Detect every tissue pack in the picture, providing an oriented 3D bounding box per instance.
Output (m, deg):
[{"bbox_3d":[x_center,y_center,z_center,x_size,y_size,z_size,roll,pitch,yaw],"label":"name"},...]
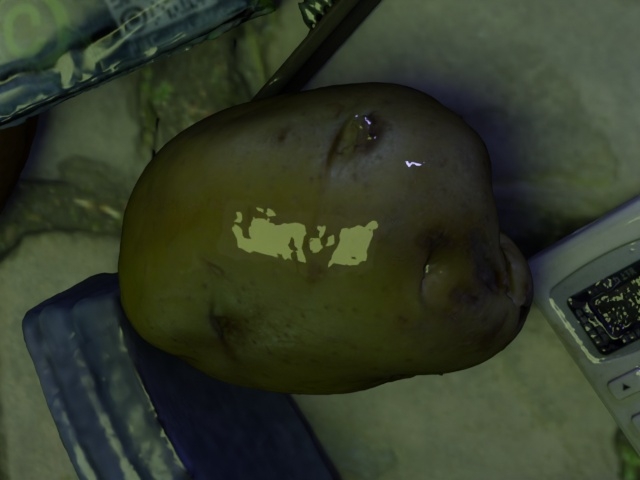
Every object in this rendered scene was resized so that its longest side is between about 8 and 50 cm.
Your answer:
[{"bbox_3d":[-0.146,-0.183,0.715,0.173,0.073,0.235,-24,99,3],"label":"tissue pack"}]

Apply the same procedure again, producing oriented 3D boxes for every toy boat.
[{"bbox_3d":[-0.053,0.140,0.803,0.078,0.127,0.283,-29,93,27],"label":"toy boat"}]

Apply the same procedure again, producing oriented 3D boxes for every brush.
[{"bbox_3d":[-0.014,-0.094,0.742,0.027,0.034,0.190,52,124,11],"label":"brush"}]

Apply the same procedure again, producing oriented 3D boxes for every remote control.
[{"bbox_3d":[0.179,0.071,0.712,0.087,0.029,0.190,-31,94,34],"label":"remote control"}]

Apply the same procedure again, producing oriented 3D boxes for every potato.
[{"bbox_3d":[-0.002,0.003,0.712,0.200,0.137,0.154,-2,111,26],"label":"potato"}]

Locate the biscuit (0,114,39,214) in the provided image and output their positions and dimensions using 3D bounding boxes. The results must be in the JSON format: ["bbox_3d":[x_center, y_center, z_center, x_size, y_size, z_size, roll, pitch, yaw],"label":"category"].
[{"bbox_3d":[-0.323,-0.152,0.857,0.394,0.070,0.350,41,120,7],"label":"biscuit"}]
